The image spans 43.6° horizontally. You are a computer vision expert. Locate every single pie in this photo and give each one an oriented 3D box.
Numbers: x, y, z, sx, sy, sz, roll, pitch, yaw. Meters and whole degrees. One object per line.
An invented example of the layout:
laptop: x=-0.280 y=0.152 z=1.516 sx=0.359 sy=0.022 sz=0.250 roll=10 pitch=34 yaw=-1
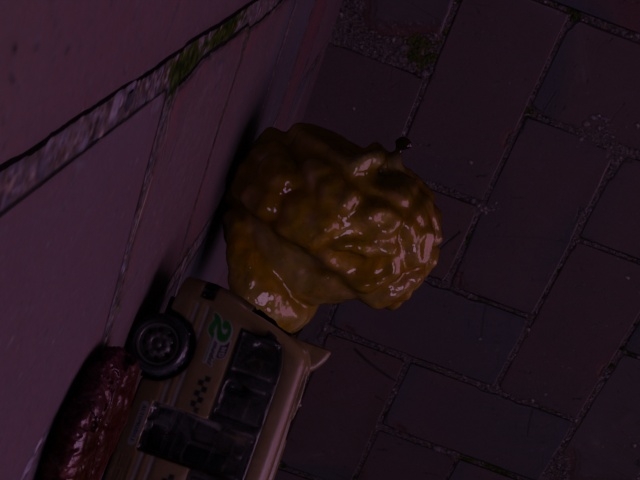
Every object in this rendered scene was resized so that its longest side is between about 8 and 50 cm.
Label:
pie: x=-0.192 y=0.160 z=0.666 sx=0.154 sy=0.036 sz=0.155 roll=-160 pitch=-90 yaw=-90

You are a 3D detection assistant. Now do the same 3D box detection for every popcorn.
popcorn: x=0.000 y=0.000 z=1.213 sx=0.349 sy=0.349 sz=0.382 roll=-86 pitch=-159 yaw=-85

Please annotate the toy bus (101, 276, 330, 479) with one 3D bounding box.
toy bus: x=-0.137 y=0.233 z=0.856 sx=0.177 sy=0.201 sz=0.366 roll=113 pitch=-4 yaw=-83
